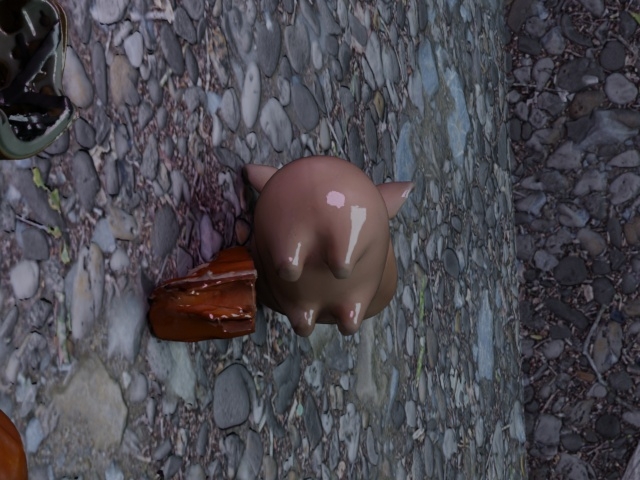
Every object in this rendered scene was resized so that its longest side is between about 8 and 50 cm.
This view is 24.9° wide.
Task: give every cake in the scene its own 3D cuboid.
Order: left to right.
[{"bbox_3d":[-0.132,0.068,1.787,0.287,0.135,0.098,-61,140,-85],"label":"cake"}]

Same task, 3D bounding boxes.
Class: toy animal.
[{"bbox_3d":[0.000,0.000,1.880,0.326,0.237,0.269,93,3,-53],"label":"toy animal"}]

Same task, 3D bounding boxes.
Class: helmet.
[{"bbox_3d":[-0.323,-0.173,1.307,0.198,0.130,0.224,-13,87,-71],"label":"helmet"}]

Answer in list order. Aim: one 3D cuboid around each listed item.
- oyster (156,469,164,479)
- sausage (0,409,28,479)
[{"bbox_3d":[-0.161,0.348,1.558,0.337,0.197,0.133,-75,167,-77],"label":"oyster"},{"bbox_3d":[-0.332,0.213,1.165,0.268,0.153,0.141,-34,128,-67],"label":"sausage"}]
